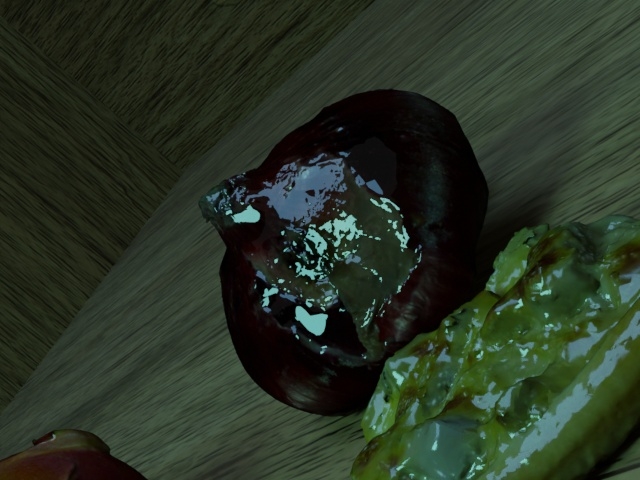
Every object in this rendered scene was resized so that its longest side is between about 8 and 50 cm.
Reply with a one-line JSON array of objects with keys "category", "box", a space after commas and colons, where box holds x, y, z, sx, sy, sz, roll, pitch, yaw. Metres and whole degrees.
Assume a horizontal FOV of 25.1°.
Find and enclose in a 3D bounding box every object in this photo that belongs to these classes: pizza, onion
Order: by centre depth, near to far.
[{"category": "pizza", "box": [0.109, 0.076, 0.835, 0.323, 0.089, 0.223, -47, 14, 11]}, {"category": "onion", "box": [0.000, 0.000, 1.133, 0.272, 0.195, 0.272, -41, 41, 48]}]

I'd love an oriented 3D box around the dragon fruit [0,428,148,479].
[{"category": "dragon fruit", "box": [-0.222, 0.265, 1.163, 0.227, 0.224, 0.224, -22, 29, 56]}]
